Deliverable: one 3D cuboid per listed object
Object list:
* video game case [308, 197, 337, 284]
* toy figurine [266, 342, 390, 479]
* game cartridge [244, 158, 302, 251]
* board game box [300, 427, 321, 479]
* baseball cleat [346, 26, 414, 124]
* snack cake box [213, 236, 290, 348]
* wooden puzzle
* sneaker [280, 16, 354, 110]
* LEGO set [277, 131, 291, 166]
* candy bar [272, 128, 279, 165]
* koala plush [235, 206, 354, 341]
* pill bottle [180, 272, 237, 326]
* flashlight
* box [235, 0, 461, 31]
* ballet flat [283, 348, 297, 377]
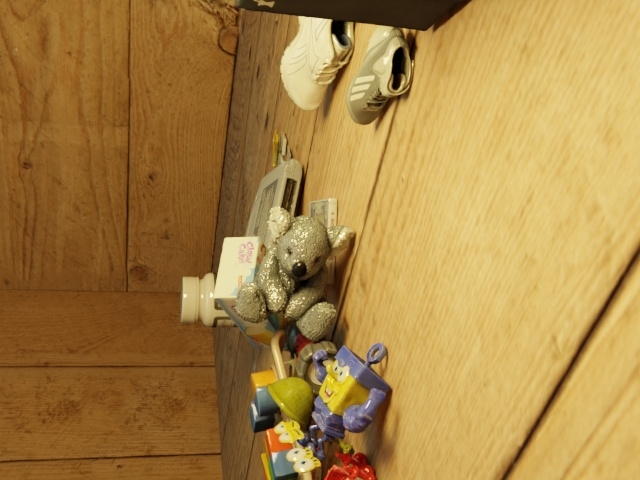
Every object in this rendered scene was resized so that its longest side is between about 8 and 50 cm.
[{"bbox_3d":[0.000,0.000,1.605,0.201,0.023,0.183,-176,88,-76],"label":"video game case"},{"bbox_3d":[0.054,0.267,1.219,0.217,0.191,0.362,-58,18,1],"label":"toy figurine"},{"bbox_3d":[-0.132,-0.047,1.853,0.198,0.062,0.297,-33,42,60],"label":"game cartridge"},{"bbox_3d":[-0.040,0.520,1.644,0.193,0.045,0.146,180,92,-76],"label":"board game box"},{"bbox_3d":[0.093,-0.248,1.166,0.205,0.072,0.109,103,156,-50],"label":"baseball cleat"},{"bbox_3d":[-0.142,0.123,1.630,0.264,0.089,0.152,62,-150,-54],"label":"snack cake box"},{"bbox_3d":[-0.096,0.406,1.520,0.322,0.081,0.347,103,159,-59],"label":"wooden puzzle"},{"bbox_3d":[0.001,-0.386,1.475,0.129,0.111,0.297,49,143,33],"label":"sneaker"},{"bbox_3d":[-0.122,-0.188,2.059,0.244,0.060,0.182,-107,23,-60],"label":"LEGO set"},{"bbox_3d":[-0.134,-0.274,2.148,0.161,0.018,0.040,101,177,-67],"label":"candy bar"},{"bbox_3d":[-0.044,0.041,1.413,0.203,0.196,0.221,-76,2,-58],"label":"koala plush"},{"bbox_3d":[-0.266,0.175,2.114,0.161,0.284,0.161,-178,90,-76],"label":"pill bottle"},{"bbox_3d":[-0.020,0.225,1.507,0.103,0.103,0.304,-46,16,1],"label":"flashlight"},{"bbox_3d":[0.081,-0.544,0.785,0.480,0.298,0.471,173,101,-76],"label":"box"},{"bbox_3d":[-0.064,0.280,1.718,0.080,0.073,0.232,146,125,-76],"label":"ballet flat"}]
